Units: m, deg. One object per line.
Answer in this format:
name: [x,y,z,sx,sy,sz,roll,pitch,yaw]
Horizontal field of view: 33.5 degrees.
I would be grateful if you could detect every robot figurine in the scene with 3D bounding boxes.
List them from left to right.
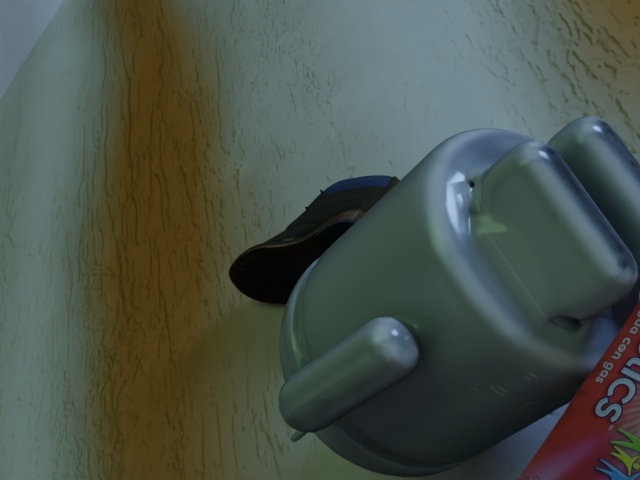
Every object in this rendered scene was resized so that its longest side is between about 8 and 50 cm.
robot figurine: [0.099,0.055,0.799,0.199,0.300,0.353,59,138,13]

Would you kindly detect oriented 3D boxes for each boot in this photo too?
boot: [0.000,0.000,1.128,0.219,0.082,0.106,-19,24,42]

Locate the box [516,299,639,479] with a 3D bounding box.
box: [0.263,0.120,0.648,0.300,0.154,0.142,-53,37,-6]
